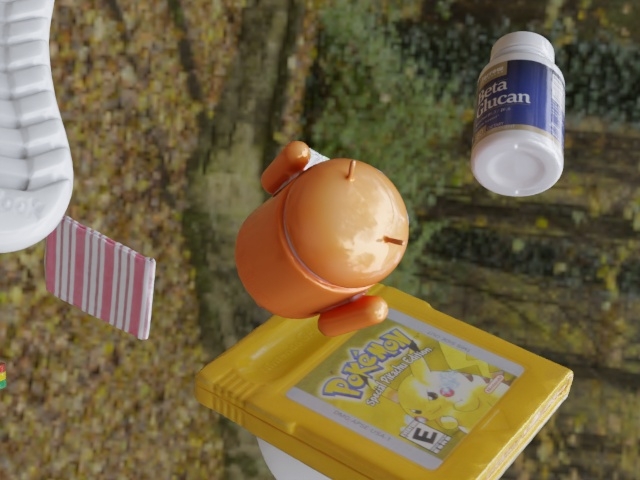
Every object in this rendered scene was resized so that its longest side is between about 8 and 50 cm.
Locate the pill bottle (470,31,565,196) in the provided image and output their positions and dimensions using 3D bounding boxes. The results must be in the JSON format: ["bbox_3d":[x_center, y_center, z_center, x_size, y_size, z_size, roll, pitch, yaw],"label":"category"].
[{"bbox_3d":[0.209,-0.138,1.181,0.094,0.094,0.169,83,13,-52],"label":"pill bottle"}]

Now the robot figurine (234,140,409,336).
[{"bbox_3d":[0.001,0.002,1.066,0.219,0.128,0.158,-34,-137,56],"label":"robot figurine"}]

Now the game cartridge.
[{"bbox_3d":[0.073,0.158,1.233,0.285,0.323,0.053,-36,142,-45],"label":"game cartridge"}]

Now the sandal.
[{"bbox_3d":[-0.317,-0.171,1.006,0.102,0.169,0.416,123,-38,-59],"label":"sandal"}]

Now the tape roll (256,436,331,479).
[{"bbox_3d":[0.048,0.212,1.471,0.246,0.169,0.246,24,61,-53],"label":"tape roll"}]

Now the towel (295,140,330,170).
[{"bbox_3d":[-0.015,-0.050,1.340,0.152,0.023,0.113,21,86,-70],"label":"towel"}]

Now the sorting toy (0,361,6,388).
[{"bbox_3d":[-0.378,0.137,1.016,0.274,0.132,0.046,-134,-139,-84],"label":"sorting toy"}]

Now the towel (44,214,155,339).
[{"bbox_3d":[-0.325,0.049,1.649,0.029,0.197,0.144,-42,151,-50],"label":"towel"}]
